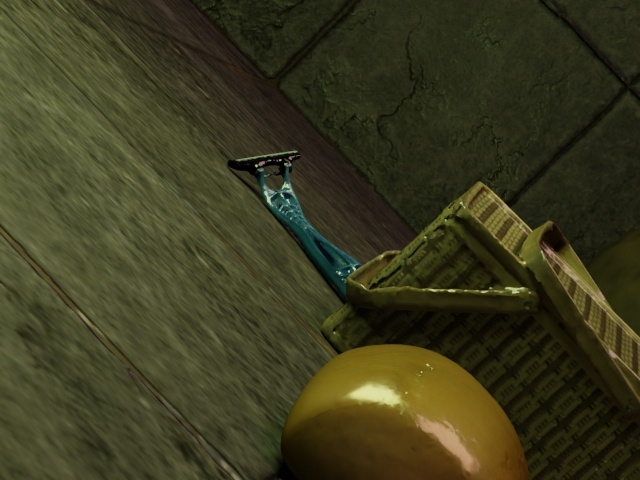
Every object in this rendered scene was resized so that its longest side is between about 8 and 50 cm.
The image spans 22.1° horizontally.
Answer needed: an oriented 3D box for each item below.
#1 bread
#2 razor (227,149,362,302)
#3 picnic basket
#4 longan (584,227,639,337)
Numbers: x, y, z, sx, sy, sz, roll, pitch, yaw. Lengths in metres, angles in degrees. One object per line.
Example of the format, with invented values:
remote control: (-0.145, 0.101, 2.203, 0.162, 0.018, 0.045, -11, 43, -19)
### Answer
bread: (0.056, 0.117, 0.904, 0.147, 0.098, 0.217, 42, 5, 0)
razor: (0.000, 0.000, 1.590, 0.082, 0.042, 0.253, -11, 44, -30)
picnic basket: (0.174, 0.103, 1.352, 0.313, 0.175, 0.228, 46, 12, 4)
longan: (0.432, 0.164, 1.839, 0.391, 0.391, 0.391, 45, 6, -6)
